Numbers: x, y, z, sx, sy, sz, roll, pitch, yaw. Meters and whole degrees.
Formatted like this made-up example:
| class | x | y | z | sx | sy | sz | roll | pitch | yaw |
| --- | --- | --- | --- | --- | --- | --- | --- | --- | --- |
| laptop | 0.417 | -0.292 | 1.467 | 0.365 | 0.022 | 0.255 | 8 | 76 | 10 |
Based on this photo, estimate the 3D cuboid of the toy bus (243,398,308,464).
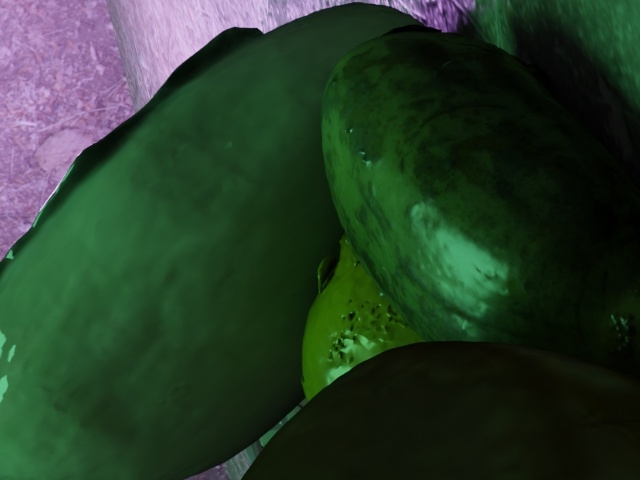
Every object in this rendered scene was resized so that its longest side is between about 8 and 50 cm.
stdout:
| class | x | y | z | sx | sy | sz | roll | pitch | yaw |
| --- | --- | --- | --- | --- | --- | --- | --- | --- | --- |
| toy bus | -0.038 | 0.157 | 2.127 | 0.202 | 0.142 | 0.142 | -132 | 26 | -65 |

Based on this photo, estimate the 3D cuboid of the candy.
| class | x | y | z | sx | sy | sz | roll | pitch | yaw |
| --- | --- | --- | --- | --- | --- | --- | --- | --- | --- |
| candy | -0.060 | 0.016 | 1.375 | 0.186 | 0.427 | 0.386 | 42 | -155 | 15 |

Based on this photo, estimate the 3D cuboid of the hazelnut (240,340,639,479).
| class | x | y | z | sx | sy | sz | roll | pitch | yaw |
| --- | --- | --- | --- | --- | --- | --- | --- | --- | --- |
| hazelnut | 0.101 | 0.215 | 0.945 | 0.372 | 0.372 | 0.315 | 104 | 173 | -72 |

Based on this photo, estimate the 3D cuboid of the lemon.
| class | x | y | z | sx | sy | sz | roll | pitch | yaw |
| --- | --- | --- | --- | --- | --- | --- | --- | --- | --- |
| lemon | 0.075 | 0.074 | 1.259 | 0.206 | 0.173 | 0.173 | 49 | 174 | -12 |

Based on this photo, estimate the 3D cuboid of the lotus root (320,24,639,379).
| class | x | y | z | sx | sy | sz | roll | pitch | yaw |
| --- | --- | --- | --- | --- | --- | --- | --- | --- | --- |
| lotus root | 0.101 | -0.011 | 1.082 | 0.309 | 0.173 | 0.173 | 50 | 157 | 48 |
